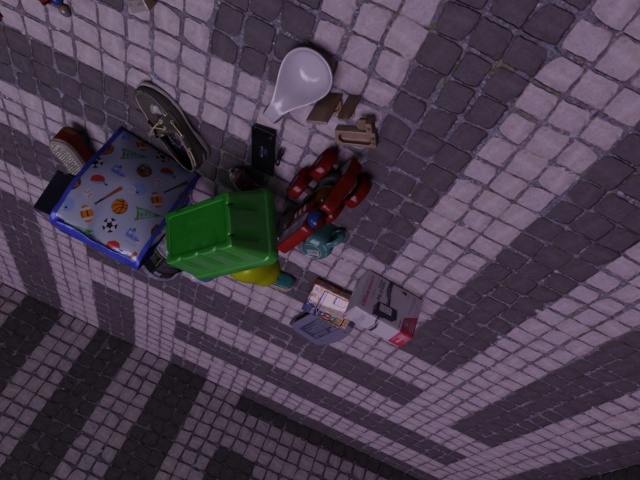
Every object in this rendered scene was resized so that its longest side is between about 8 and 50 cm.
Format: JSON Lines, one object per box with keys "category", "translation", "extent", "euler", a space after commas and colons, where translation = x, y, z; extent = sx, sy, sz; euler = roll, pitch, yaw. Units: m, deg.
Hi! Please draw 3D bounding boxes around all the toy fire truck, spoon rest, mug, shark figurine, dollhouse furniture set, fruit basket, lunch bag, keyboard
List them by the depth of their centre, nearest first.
{"category": "spoon rest", "translation": [-0.070, -0.385, 1.354], "extent": [0.137, 0.084, 0.276], "euler": [40, 142, -12]}
{"category": "dollhouse furniture set", "translation": [0.062, -0.283, 1.372], "extent": [0.144, 0.123, 0.151], "euler": [10, 141, 20]}
{"category": "toy fire truck", "translation": [-0.002, -0.103, 1.520], "extent": [0.169, 0.254, 0.302], "euler": [37, 142, -17]}
{"category": "keyboard", "translation": [-0.160, -0.270, 1.602], "extent": [0.108, 0.023, 0.180], "euler": [25, 145, 11]}
{"category": "fruit basket", "translation": [-0.267, 0.005, 1.713], "extent": [0.392, 0.283, 0.392], "euler": [-5, 168, -1]}
{"category": "lunch bag", "translation": [-0.650, -0.121, 1.757], "extent": [0.328, 0.385, 0.239], "euler": [29, 143, -8]}
{"category": "shark figurine", "translation": [-0.125, -0.063, 1.758], "extent": [0.116, 0.166, 0.278], "euler": [11, 178, -25]}
{"category": "mug", "translation": [-0.009, -0.003, 1.778], "extent": [0.129, 0.097, 0.158], "euler": [34, 143, -13]}

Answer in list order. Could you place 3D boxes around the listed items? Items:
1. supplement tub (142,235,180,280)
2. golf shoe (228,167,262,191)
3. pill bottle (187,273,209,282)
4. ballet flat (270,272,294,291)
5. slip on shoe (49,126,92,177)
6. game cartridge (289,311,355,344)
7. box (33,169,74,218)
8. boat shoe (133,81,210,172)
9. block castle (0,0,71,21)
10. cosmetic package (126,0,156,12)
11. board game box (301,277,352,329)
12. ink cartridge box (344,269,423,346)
{"category": "supplement tub", "translation": [-0.574, 0.024, 2.051], "extent": [0.193, 0.193, 0.316], "euler": [37, 143, -16]}
{"category": "golf shoe", "translation": [-0.238, -0.174, 1.741], "extent": [0.086, 0.067, 0.186], "euler": [41, 169, 43]}
{"category": "pill bottle", "translation": [-0.458, 0.101, 2.139], "extent": [0.124, 0.124, 0.221], "euler": [41, 140, -20]}
{"category": "ballet flat", "translation": [-0.224, 0.142, 2.103], "extent": [0.248, 0.086, 0.086], "euler": [25, 144, -2]}
{"category": "slip on shoe", "translation": [-0.873, -0.292, 1.919], "extent": [0.123, 0.101, 0.331], "euler": [13, 156, 6]}
{"category": "game cartridge", "translation": [0.013, 0.364, 2.257], "extent": [0.196, 0.060, 0.294], "euler": [39, 142, -12]}
{"category": "box", "translation": [-0.888, -0.088, 2.040], "extent": [0.294, 0.183, 0.296], "euler": [26, 162, 1]}
{"category": "boat shoe", "translation": [-0.466, -0.345, 1.622], "extent": [0.109, 0.091, 0.305], "euler": [-10, 132, 37]}
{"category": "block castle", "translation": [-0.611, -0.629, 1.153], "extent": [0.453, 0.303, 0.213], "euler": [-12, 121, 40]}
{"category": "cosmetic package", "translation": [-0.467, -0.634, 1.310], "extent": [0.060, 0.041, 0.115], "euler": [5, 139, 25]}
{"category": "board game box", "translation": [0.041, 0.251, 2.065], "extent": [0.193, 0.045, 0.147], "euler": [26, 121, -2]}
{"category": "ink cartridge box", "translation": [0.228, 0.243, 1.884], "extent": [0.237, 0.172, 0.100], "euler": [30, 143, -6]}
